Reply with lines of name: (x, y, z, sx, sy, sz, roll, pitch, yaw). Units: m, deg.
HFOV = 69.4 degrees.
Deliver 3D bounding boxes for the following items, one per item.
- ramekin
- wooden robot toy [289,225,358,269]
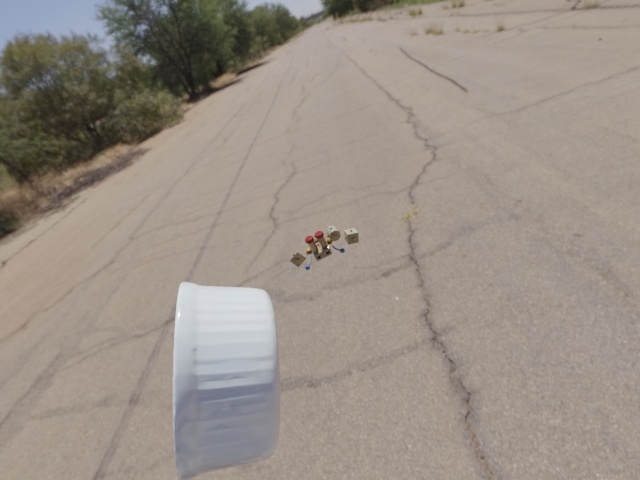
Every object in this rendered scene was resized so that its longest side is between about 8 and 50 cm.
ramekin: (-0.141, 0.198, 0.694, 0.135, 0.278, 0.277, -1, 20, -13)
wooden robot toy: (0.000, 0.000, 1.104, 0.173, 0.076, 0.079, -26, 31, -2)
